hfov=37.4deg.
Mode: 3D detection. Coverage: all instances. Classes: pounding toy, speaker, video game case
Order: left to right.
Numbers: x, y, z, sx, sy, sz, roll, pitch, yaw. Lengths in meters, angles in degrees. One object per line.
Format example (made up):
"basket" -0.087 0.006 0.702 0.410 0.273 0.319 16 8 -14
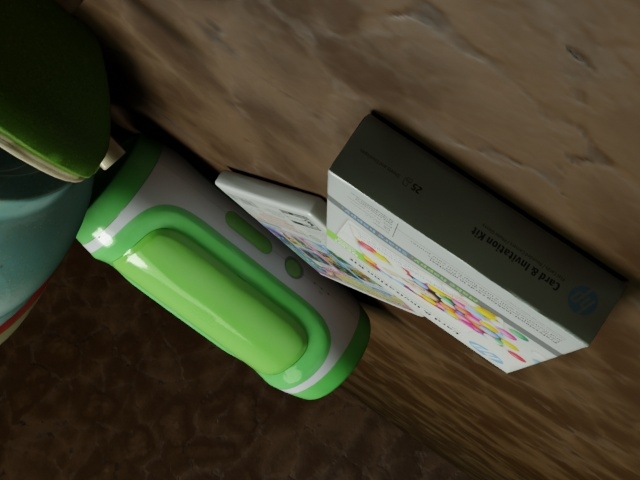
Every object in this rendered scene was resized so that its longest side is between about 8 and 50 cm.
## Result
"pounding toy" -0.142 -0.125 0.434 0.183 0.110 0.237 41 -179 -7
"speaker" -0.092 0.031 0.912 0.296 0.131 0.131 39 170 -21
"video game case" 0.000 0.000 0.766 0.143 0.019 0.157 41 168 -32

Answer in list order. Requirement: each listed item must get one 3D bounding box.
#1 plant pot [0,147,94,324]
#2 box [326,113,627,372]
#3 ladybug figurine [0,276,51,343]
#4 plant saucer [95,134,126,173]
"plant pot" -0.289 -0.078 0.713 0.293 0.293 0.196 40 137 -24
"box" 0.070 0.012 0.521 0.145 0.038 0.186 35 172 6
"ladybug figurine" -0.387 -0.028 0.887 0.162 0.449 0.305 -34 105 34
"plant saucer" -0.182 -0.054 1.055 0.188 0.045 0.188 43 169 -35
